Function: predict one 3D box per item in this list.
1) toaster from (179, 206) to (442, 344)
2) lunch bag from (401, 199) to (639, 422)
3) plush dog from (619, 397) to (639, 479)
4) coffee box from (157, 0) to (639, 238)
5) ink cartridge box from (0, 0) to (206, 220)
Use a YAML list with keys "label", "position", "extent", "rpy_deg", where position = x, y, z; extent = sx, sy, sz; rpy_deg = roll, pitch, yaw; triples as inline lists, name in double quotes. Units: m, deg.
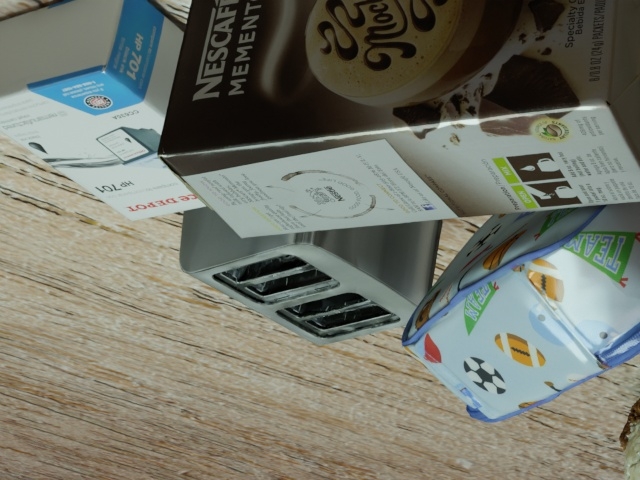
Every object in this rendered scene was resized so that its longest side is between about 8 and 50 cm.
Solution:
- label: "toaster"
  position: [0.000, 0.000, 1.362]
  extent: [0.185, 0.110, 0.168]
  rpy_deg: [-16, 146, 40]
- label: "lunch bag"
  position: [0.199, 0.000, 1.169]
  extent: [0.115, 0.243, 0.303]
  rpy_deg: [47, 151, -4]
- label: "plush dog"
  position: [0.411, 0.230, 1.624]
  extent: [0.225, 0.262, 0.211]
  rpy_deg: [2, 122, -9]
- label: "coffee box"
  position: [0.062, -0.110, 1.055]
  extent: [0.297, 0.168, 0.119]
  rpy_deg: [-6, 150, 26]
- label: "ink cartridge box"
  position: [-0.144, -0.099, 1.241]
  extent: [0.139, 0.082, 0.190]
  rpy_deg: [-11, 147, 34]
